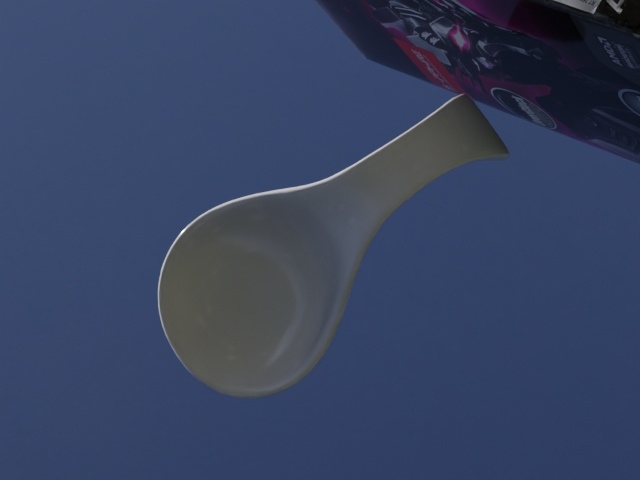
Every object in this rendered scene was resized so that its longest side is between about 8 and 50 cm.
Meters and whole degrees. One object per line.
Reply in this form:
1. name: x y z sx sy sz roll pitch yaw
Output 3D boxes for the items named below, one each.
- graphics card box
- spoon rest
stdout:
1. graphics card box: 0.132 -0.168 1.310 0.094 0.371 0.233 -58 -38 -10
2. spoon rest: 0.000 0.000 1.297 0.137 0.276 0.084 54 -165 11
